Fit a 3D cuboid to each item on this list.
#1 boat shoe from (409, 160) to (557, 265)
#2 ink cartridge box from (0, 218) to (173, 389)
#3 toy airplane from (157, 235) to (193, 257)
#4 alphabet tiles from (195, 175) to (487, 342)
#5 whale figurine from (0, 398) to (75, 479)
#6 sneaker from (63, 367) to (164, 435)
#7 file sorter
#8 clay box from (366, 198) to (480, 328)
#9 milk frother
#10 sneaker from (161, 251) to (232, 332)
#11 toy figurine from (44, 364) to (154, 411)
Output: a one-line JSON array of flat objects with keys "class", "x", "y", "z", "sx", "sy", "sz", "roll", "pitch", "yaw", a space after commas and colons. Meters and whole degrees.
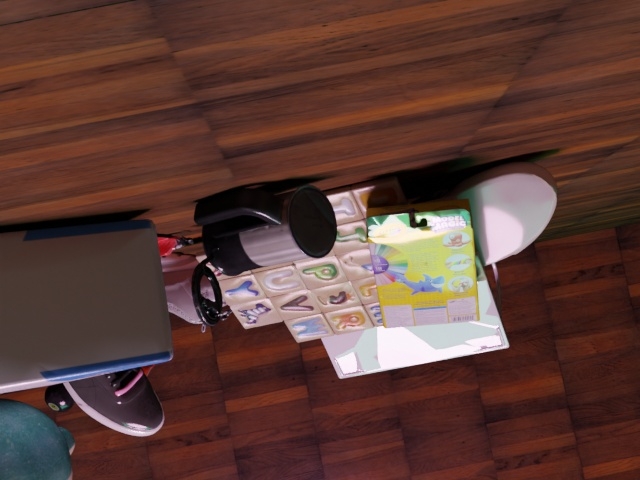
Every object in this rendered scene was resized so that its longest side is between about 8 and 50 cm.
[{"class": "boat shoe", "x": 0.184, "y": -0.032, "z": 1.609, "sx": 0.340, "sy": 0.127, "sz": 0.158, "roll": -38, "pitch": -157, "yaw": 37}, {"class": "ink cartridge box", "x": -0.384, "y": 0.098, "z": 1.389, "sx": 0.285, "sy": 0.166, "sz": 0.395, "roll": -7, "pitch": 174, "yaw": -31}, {"class": "toy airplane", "x": -0.241, "y": 0.016, "z": 1.575, "sx": 0.151, "sy": 0.028, "sz": 0.151, "roll": -11, "pitch": 176, "yaw": -1}, {"class": "alphabet tiles", "x": 0.029, "y": 0.034, "z": 1.539, "sx": 0.343, "sy": 0.011, "sz": 0.285, "roll": -12, "pitch": 139, "yaw": 14}, {"class": "whale figurine", "x": -0.397, "y": 0.236, "z": 1.403, "sx": 0.216, "sy": 0.141, "sz": 0.272, "roll": -7, "pitch": -161, "yaw": -24}, {"class": "sneaker", "x": -0.305, "y": 0.152, "z": 1.685, "sx": 0.147, "sy": 0.295, "sz": 0.104, "roll": -29, "pitch": -168, "yaw": 48}, {"class": "file sorter", "x": 0.137, "y": 0.068, "z": 1.878, "sx": 0.278, "sy": 0.193, "sz": 0.173, "roll": -12, "pitch": -145, "yaw": 17}, {"class": "clay box", "x": 0.128, "y": 0.023, "z": 1.475, "sx": 0.127, "sy": 0.053, "sz": 0.222, "roll": -5, "pitch": 139, "yaw": 6}, {"class": "milk frother", "x": -0.070, "y": 0.018, "z": 1.321, "sx": 0.135, "sy": 0.143, "sz": 0.129, "roll": -12, "pitch": 168, "yaw": 39}, {"class": "sneaker", "x": -0.146, "y": 0.072, "z": 1.693, "sx": 0.281, "sy": 0.115, "sz": 0.105, "roll": -1, "pitch": 180, "yaw": 18}, {"class": "toy figurine", "x": -0.441, "y": 0.212, "z": 2.293, "sx": 0.213, "sy": 0.209, "sz": 0.148, "roll": -12, "pitch": -174, "yaw": 10}]
